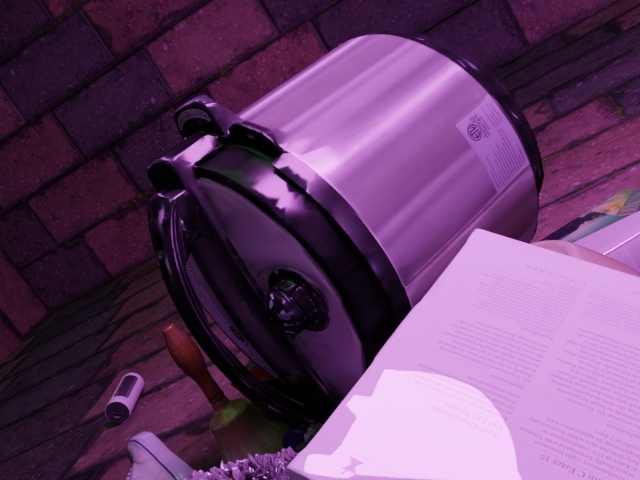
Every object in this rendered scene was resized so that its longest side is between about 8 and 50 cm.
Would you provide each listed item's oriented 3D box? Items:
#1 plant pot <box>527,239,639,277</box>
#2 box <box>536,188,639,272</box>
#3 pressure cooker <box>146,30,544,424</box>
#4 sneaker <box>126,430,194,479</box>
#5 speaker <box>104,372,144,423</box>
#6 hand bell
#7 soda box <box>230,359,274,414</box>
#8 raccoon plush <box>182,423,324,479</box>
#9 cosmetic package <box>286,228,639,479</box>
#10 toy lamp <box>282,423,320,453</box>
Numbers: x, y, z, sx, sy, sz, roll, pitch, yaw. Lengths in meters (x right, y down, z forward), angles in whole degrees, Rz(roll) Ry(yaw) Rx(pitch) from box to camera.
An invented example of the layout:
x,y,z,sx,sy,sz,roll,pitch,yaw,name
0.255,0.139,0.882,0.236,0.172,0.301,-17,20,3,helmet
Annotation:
x,y,z,sx,sy,sz,roll,pitch,yaw,name
0.235,0.113,0.771,0.284,0.191,0.284,-31,14,8,plant pot
0.330,0.037,1.027,0.322,0.058,0.232,-30,5,1,box
0.012,-0.013,0.911,0.420,0.370,0.375,-41,-26,-29,pressure cooker
-0.265,0.365,1.183,0.091,0.094,0.258,-34,14,-26,sneaker
-0.428,0.345,1.681,0.055,0.055,0.136,-30,14,10,speaker
-0.160,0.225,1.130,0.126,0.242,0.126,-30,15,9,hand bell
-0.061,0.197,1.156,0.092,0.083,0.263,-50,2,-22,soda box
0.049,0.251,0.721,0.299,0.216,0.446,-18,19,22,raccoon plush
0.213,0.153,0.504,0.377,0.097,0.284,20,42,28,cosmetic package
0.038,0.208,1.109,0.080,0.080,0.274,-21,21,39,toy lamp
